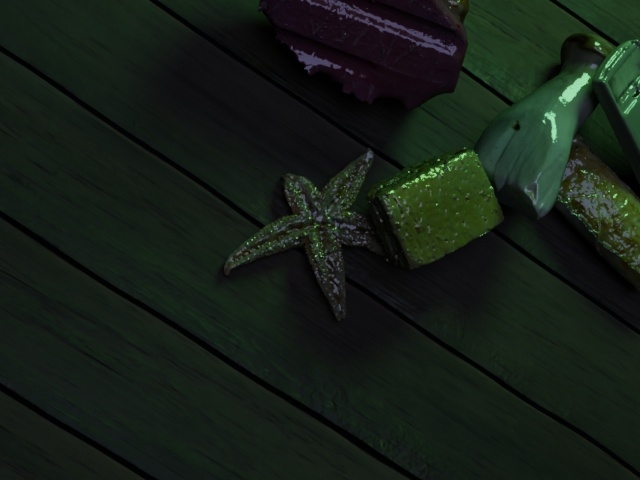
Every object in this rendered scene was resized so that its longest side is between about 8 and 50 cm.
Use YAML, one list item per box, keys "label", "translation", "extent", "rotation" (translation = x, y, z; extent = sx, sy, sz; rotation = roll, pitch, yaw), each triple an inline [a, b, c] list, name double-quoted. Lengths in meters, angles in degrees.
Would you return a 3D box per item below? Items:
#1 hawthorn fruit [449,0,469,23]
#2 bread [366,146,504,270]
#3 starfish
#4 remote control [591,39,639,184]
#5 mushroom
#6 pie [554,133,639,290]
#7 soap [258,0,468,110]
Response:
- label: "hawthorn fruit"
  translation: [0.188, -0.375, 1.663]
  extent: [0.103, 0.066, 0.067]
  rotation: [15, 78, -27]
- label: "bread"
  translation: [0.165, -0.049, 1.576]
  extent: [0.196, 0.102, 0.138]
  rotation: [-29, 97, -27]
- label: "starfish"
  translation: [0.002, 0.000, 1.574]
  extent: [0.295, 0.048, 0.231]
  rotation: [-36, 91, -15]
- label: "remote control"
  translation: [0.522, -0.178, 1.672]
  extent: [0.123, 0.038, 0.285]
  rotation: [-49, 117, -25]
- label: "mushroom"
  translation: [0.365, -0.184, 1.646]
  extent: [0.159, 0.122, 0.329]
  rotation: [34, 72, 15]
- label: "pie"
  translation: [0.461, -0.047, 1.682]
  extent: [0.128, 0.068, 0.282]
  rotation: [-42, 88, -17]
- label: "soap"
  translation: [0.072, -0.331, 1.558]
  extent: [0.324, 0.127, 0.220]
  rotation: [22, 122, -6]
